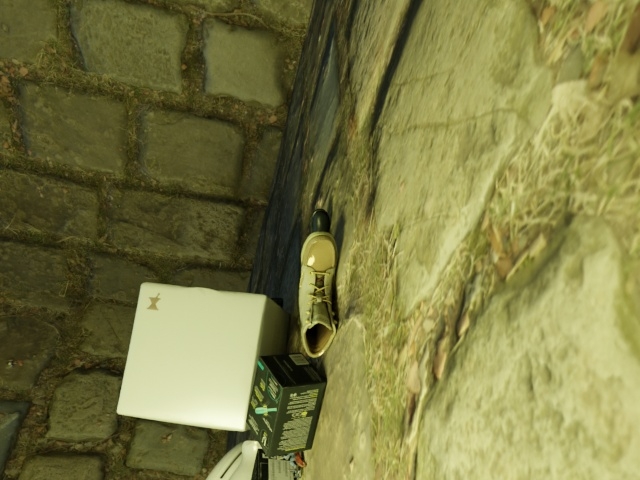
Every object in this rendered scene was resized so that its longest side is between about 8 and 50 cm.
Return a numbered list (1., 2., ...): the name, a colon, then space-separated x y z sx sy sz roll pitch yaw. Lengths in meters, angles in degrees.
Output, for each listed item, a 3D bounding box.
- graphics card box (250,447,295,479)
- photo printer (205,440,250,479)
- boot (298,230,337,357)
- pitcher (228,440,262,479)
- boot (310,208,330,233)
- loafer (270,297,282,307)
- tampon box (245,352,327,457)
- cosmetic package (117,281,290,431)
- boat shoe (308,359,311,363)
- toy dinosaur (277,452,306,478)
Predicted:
1. graphics card box: -0.108 0.651 1.189 0.371 0.094 0.233 -110 31 -68
2. photo printer: -0.285 0.795 1.771 0.256 0.107 0.307 -34 -41 -63
3. boot: -0.003 0.106 1.134 0.165 0.077 0.213 -97 13 -59
4. pitcher: -0.200 0.711 1.633 0.207 0.125 0.178 -77 -18 -52
5. boot: -0.001 0.000 1.303 0.099 0.045 0.121 -97 11 -64
6. loafer: -0.175 0.229 2.027 0.170 0.061 0.062 127 149 -71
7. tampon box: -0.071 0.328 1.151 0.120 0.101 0.161 38 121 53
8. cosmetic package: -0.286 0.314 1.539 0.393 0.329 0.327 64 -148 -74
9. boat shoe: -0.081 0.340 1.325 0.267 0.088 0.096 118 159 -62
10. toy dinosaur: -0.048 0.469 1.228 0.090 0.047 0.082 -36 24 27
